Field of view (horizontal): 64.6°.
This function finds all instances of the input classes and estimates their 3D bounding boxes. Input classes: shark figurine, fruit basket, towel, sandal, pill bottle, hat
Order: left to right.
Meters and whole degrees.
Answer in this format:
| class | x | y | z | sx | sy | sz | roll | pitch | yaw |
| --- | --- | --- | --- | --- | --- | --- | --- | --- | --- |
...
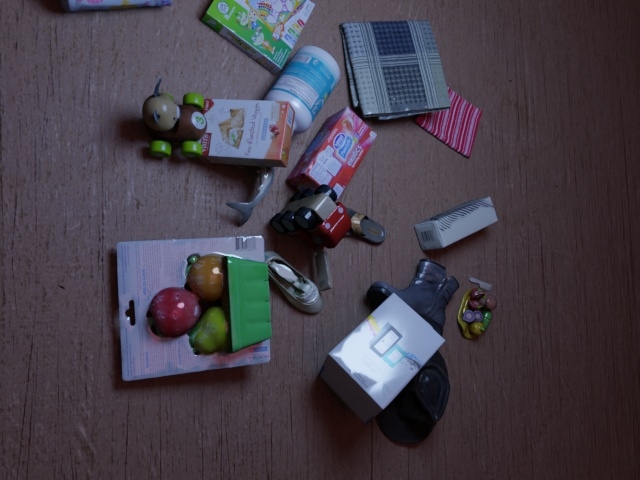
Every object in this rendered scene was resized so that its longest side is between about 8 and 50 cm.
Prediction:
| class | x | y | z | sx | sy | sz | roll | pitch | yaw |
| --- | --- | --- | --- | --- | --- | --- | --- | --- | --- |
| fruit basket | -0.303 | 0.157 | 1.242 | 0.354 | 0.165 | 0.326 | -4 | 87 | -15 |
| shark figurine | -0.160 | -0.183 | 1.364 | 0.167 | 0.116 | 0.277 | -3 | 78 | 3 |
| pill bottle | -0.064 | -0.399 | 1.406 | 0.146 | 0.146 | 0.263 | 38 | 69 | -22 |
| sandal | 0.119 | -0.043 | 1.529 | 0.220 | 0.060 | 0.089 | 22 | 75 | -27 |
| towel | 0.235 | -0.538 | 1.594 | 0.313 | 0.056 | 0.323 | -9 | 81 | -16 |
| hat | 0.318 | 0.468 | 1.560 | 0.332 | 0.134 | 0.330 | 3 | 84 | -31 |
| towel | 0.451 | -0.436 | 1.773 | 0.275 | 0.031 | 0.198 | 26 | 74 | -26 |

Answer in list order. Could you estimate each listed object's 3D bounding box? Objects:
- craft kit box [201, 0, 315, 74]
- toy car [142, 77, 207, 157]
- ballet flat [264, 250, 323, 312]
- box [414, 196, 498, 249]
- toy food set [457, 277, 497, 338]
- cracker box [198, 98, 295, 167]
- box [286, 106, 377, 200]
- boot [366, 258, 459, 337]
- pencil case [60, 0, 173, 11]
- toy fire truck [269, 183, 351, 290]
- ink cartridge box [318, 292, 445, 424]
| class | x | y | z | sx | sy | sz | roll | pitch | yaw |
| --- | --- | --- | --- | --- | --- | --- | --- | --- | --- |
| craft kit box | -0.168 | -0.640 | 1.421 | 0.247 | 0.061 | 0.249 | 30 | 72 | -22 |
| toy car | -0.353 | -0.297 | 1.188 | 0.149 | 0.188 | 0.154 | 0 | 80 | -2 |
| ballet flat | -0.071 | 0.120 | 1.394 | 0.248 | 0.086 | 0.086 | 41 | 67 | -21 |
| box | 0.456 | -0.058 | 1.697 | 0.275 | 0.113 | 0.094 | -23 | 96 | -31 |
| toy food set | 0.553 | 0.234 | 1.749 | 0.128 | 0.071 | 0.217 | 29 | 72 | -25 |
| cracker box | -0.192 | -0.274 | 1.290 | 0.233 | 0.067 | 0.155 | 5 | 81 | 14 |
| box | 0.033 | -0.240 | 1.460 | 0.128 | 0.123 | 0.256 | 39 | 68 | -22 |
| boot | 0.293 | 0.150 | 1.597 | 0.338 | 0.118 | 0.222 | 36 | 66 | -34 |
| pencil case | -0.486 | -0.615 | 1.199 | 0.273 | 0.114 | 0.123 | -18 | 104 | -30 |
| toy fire truck | 0.000 | 0.000 | 1.367 | 0.246 | 0.217 | 0.158 | 48 | 64 | -19 |
| ink cartridge box | 0.166 | 0.327 | 1.409 | 0.270 | 0.198 | 0.197 | -38 | 72 | -27 |
